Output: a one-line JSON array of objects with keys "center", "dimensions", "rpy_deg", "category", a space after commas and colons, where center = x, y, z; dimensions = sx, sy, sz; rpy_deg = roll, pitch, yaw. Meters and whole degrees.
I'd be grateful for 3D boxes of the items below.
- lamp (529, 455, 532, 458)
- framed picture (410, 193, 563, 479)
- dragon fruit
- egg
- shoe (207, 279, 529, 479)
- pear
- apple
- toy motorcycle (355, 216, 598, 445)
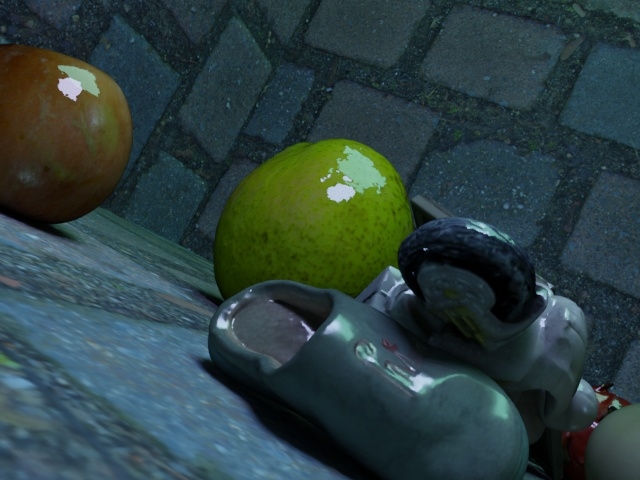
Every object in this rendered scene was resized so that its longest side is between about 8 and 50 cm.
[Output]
[{"center": [0.400, 0.397, 1.128], "dimensions": [0.163, 0.091, 0.091], "rpy_deg": [14, -7, 4], "category": "lamp"}, {"center": [0.288, 0.166, 0.927], "dimensions": [0.326, 0.028, 0.447], "rpy_deg": [50, -17, 54], "category": "framed picture"}, {"center": [0.503, 0.365, 0.954], "dimensions": [0.274, 0.192, 0.193], "rpy_deg": [43, -7, 35], "category": "dragon fruit"}, {"center": [0.465, 0.322, 0.740], "dimensions": [0.185, 0.186, 0.242], "rpy_deg": [24, -13, 34], "category": "egg"}, {"center": [0.017, 0.084, 0.369], "dimensions": [0.250, 0.103, 0.100], "rpy_deg": [19, -34, 28], "category": "shoe"}, {"center": [0.000, 0.000, 0.972], "dimensions": [0.390, 0.391, 0.391], "rpy_deg": [27, -6, 3], "category": "pear"}, {"center": [-0.385, -0.151, 0.729], "dimensions": [0.253, 0.254, 0.253], "rpy_deg": [27, -6, 3], "category": "apple"}, {"center": [0.122, 0.110, 0.485], "dimensions": [0.222, 0.108, 0.341], "rpy_deg": [29, -33, -1], "category": "toy motorcycle"}]
